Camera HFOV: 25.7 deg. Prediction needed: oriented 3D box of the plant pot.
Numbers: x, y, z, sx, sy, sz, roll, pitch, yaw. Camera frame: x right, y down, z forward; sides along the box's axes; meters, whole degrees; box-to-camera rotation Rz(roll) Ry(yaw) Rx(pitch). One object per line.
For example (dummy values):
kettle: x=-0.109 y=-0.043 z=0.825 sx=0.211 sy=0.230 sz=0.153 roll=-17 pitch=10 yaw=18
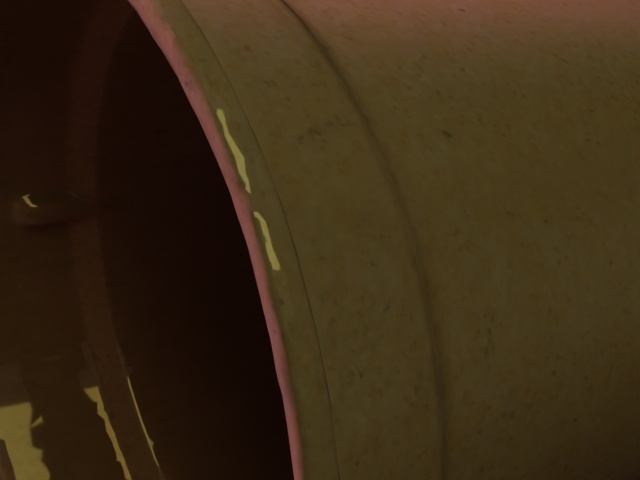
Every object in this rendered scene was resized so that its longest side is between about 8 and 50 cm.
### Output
plant pot: x=0.036 y=0.014 z=0.604 sx=0.305 sy=0.334 sz=0.334 roll=-13 pitch=59 yaw=-30
